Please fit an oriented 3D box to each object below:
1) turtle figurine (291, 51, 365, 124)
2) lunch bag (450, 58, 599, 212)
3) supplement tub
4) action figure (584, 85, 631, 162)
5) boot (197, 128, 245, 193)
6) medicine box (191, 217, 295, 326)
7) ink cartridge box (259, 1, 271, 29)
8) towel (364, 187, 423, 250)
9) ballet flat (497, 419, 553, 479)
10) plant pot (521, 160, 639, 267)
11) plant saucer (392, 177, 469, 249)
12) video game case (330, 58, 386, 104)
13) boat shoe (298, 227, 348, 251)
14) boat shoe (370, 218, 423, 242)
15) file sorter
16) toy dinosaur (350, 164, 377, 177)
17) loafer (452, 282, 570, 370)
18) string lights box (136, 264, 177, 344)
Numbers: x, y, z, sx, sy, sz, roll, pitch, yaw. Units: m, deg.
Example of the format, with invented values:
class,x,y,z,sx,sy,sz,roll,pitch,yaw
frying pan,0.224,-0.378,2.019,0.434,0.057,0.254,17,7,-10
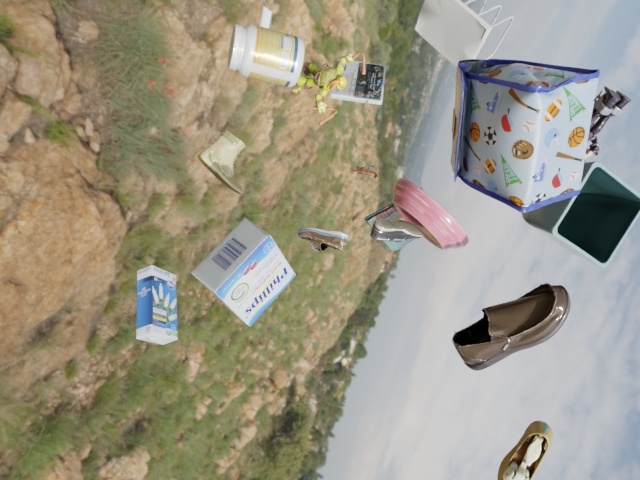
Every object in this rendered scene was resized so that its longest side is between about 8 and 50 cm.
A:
class,x,y,z,sx,sy,sz,roll,pitch,yaw
turtle figurine,0.003,-0.492,1.438,0.087,0.217,0.270,36,80,-50
lunch bag,0.487,-0.301,1.241,0.385,0.238,0.328,-129,-152,-55
supplement tub,-0.159,-0.536,1.336,0.144,0.199,0.145,-173,-90,-71
action figure,0.884,-0.360,1.531,0.099,0.185,0.285,-101,-149,-46
boot,-0.410,-0.365,2.151,0.203,0.262,0.095,-49,-166,-14
medicine box,-0.260,0.117,1.635,0.263,0.149,0.289,-48,146,-15
ink cartridge box,-0.236,-0.890,1.949,0.223,0.045,0.224,-121,-137,-76
towel,0.366,-0.078,1.972,0.370,0.271,0.040,37,28,-58
ballet flat,0.512,0.564,1.172,0.073,0.080,0.233,-5,117,-65
plant pot,0.815,-0.098,1.499,0.248,0.247,0.252,-60,-163,5
plant saucer,0.372,-0.079,1.632,0.084,0.332,0.332,-46,171,3
video game case,0.132,-0.546,1.583,0.022,0.173,0.191,94,4,-58
boat shoe,0.000,0.000,1.511,0.066,0.183,0.066,33,66,-54
boat shoe,0.254,-0.026,1.545,0.065,0.205,0.075,-62,-142,31
file sorter,0.516,-0.784,1.658,0.173,0.278,0.193,-31,161,-23
toy dinosaur,0.171,-0.254,1.741,0.090,0.082,0.047,-22,123,-36
loafer,0.525,0.240,1.301,0.366,0.130,0.134,-45,-158,25
string lights box,-0.598,0.236,1.688,0.133,0.076,0.260,39,36,-57
